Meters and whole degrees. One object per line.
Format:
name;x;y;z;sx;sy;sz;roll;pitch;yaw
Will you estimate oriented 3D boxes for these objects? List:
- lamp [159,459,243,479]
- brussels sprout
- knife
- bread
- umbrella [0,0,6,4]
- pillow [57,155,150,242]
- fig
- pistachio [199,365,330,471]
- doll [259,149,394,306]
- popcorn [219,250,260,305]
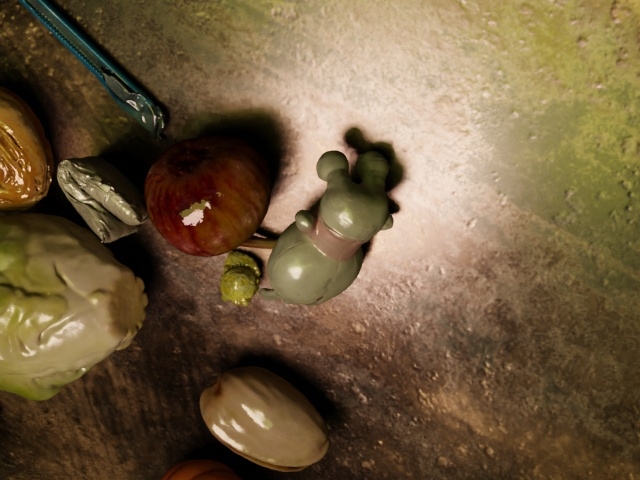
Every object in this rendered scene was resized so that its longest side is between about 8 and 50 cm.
lamp;-0.184;0.462;1.517;0.223;0.196;0.223;33;132;47
brussels sprout;-0.429;0.094;1.396;0.317;0.242;0.273;-27;111;28
knife;-0.322;-0.253;1.325;0.296;0.026;0.044;44;131;-6
bread;-0.507;-0.130;1.388;0.236;0.120;0.198;-8;113;21
umbrella;-0.499;-0.324;1.356;0.122;0.013;0.022;-9;90;23
pillow;-0.299;-0.063;1.331;0.078;0.181;0.134;-43;93;2
fig;-0.143;-0.041;1.304;0.175;0.175;0.207;-1;142;18
pistachio;-0.085;0.274;1.437;0.206;0.131;0.129;35;161;0
doll;0.007;0.006;1.277;0.155;0.113;0.275;5;127;-36
popcorn;-0.118;0.056;1.387;0.059;0.068;0.083;2;78;-8
